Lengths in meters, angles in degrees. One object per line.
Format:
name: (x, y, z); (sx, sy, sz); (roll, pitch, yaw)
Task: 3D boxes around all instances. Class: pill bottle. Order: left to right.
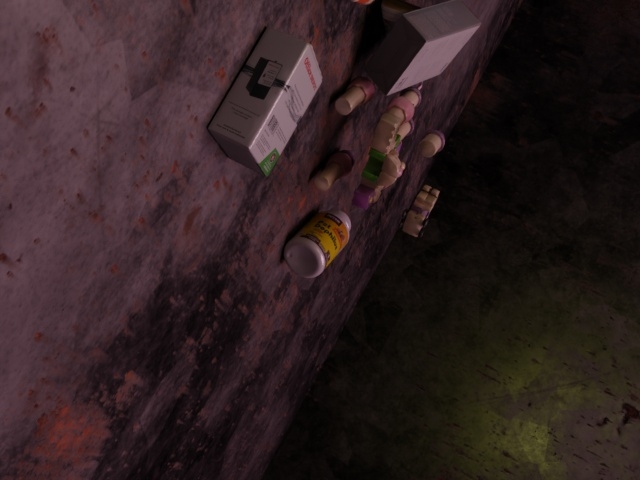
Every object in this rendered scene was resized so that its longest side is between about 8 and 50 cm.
pill bottle: (0.000, 0.000, 2.080); (0.215, 0.117, 0.117); (-48, 159, -50)

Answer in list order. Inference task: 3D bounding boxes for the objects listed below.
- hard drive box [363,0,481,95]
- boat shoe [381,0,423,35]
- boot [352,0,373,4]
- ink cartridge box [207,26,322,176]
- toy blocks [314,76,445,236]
hard drive box: (0.238, -0.452, 1.843); (0.232, 0.089, 0.181); (-28, 165, -43)
boat shoe: (0.198, -0.518, 1.892); (0.096, 0.098, 0.277); (-69, 167, 19)
boot: (0.101, -0.544, 1.570); (0.084, 0.059, 0.158); (-30, 145, -59)
ink cartridge box: (-0.090, -0.235, 1.357); (0.208, 0.087, 0.153); (-61, 166, -9)
toy blocks: (0.186, -0.229, 1.939); (0.260, 0.309, 0.289); (-49, 161, -51)
